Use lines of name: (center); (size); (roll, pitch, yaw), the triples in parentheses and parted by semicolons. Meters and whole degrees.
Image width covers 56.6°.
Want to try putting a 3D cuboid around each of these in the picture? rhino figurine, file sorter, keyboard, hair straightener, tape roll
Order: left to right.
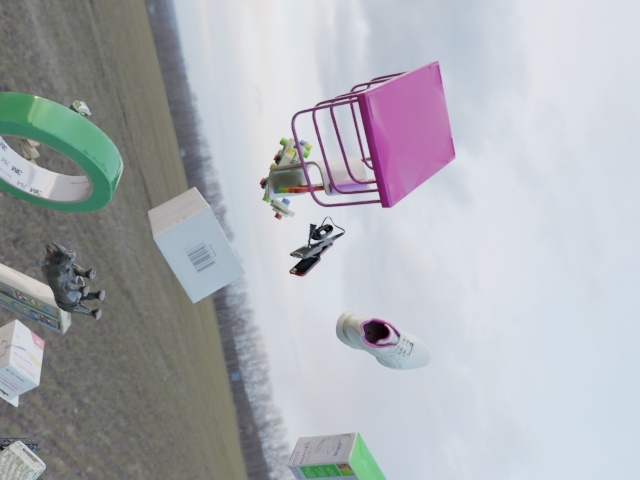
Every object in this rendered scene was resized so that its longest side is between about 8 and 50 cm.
keyboard: (-0.989, 0.672, 1.966); (0.100, 0.038, 0.192); (31, -9, 18)
tape roll: (-0.597, -0.179, 1.283); (0.321, 0.321, 0.077); (97, 3, -59)
rhino figurine: (-0.552, 0.084, 1.299); (0.243, 0.106, 0.073); (95, 6, -51)
hair straightener: (0.000, 0.000, 1.327); (0.230, 0.047, 0.089); (-33, 131, -54)
file sorter: (0.108, -0.205, 1.153); (0.182, 0.290, 0.202); (-1, -67, 38)

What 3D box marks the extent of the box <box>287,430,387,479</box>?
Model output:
box: (0.062, 0.756, 1.916); (0.262, 0.231, 0.127); (62, 30, -23)

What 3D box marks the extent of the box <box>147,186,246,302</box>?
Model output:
box: (-0.362, 0.000, 1.699); (0.215, 0.168, 0.345); (64, -10, -21)

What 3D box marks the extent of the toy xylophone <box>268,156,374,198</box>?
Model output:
toy xylophone: (0.011, -0.152, 1.431); (0.322, 0.236, 0.081); (-171, -107, -68)

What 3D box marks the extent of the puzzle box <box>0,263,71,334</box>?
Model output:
puzzle box: (-0.987, 0.153, 1.872); (0.052, 0.408, 0.272); (-67, -173, -32)

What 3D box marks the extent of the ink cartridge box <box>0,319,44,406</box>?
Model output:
ink cartridge box: (-0.800, 0.323, 1.567); (0.115, 0.067, 0.198); (60, 6, -43)

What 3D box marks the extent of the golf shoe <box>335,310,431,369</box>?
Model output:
golf shoe: (0.193, 0.287, 1.644); (0.140, 0.306, 0.115); (-17, -128, 65)

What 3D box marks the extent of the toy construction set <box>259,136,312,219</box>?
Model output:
toy construction set: (-0.137, -0.241, 2.226); (0.215, 0.151, 0.328); (-152, -104, -88)

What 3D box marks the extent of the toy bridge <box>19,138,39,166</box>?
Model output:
toy bridge: (-0.818, -0.259, 1.668); (0.063, 0.026, 0.188); (57, -31, 0)

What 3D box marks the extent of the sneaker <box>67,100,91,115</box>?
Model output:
sneaker: (-0.531, -0.285, 1.298); (0.031, 0.035, 0.083); (60, 0, -3)

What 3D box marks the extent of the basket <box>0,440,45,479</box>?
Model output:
basket: (-0.825, 0.622, 1.547); (0.113, 0.167, 0.103); (43, -22, 1)
